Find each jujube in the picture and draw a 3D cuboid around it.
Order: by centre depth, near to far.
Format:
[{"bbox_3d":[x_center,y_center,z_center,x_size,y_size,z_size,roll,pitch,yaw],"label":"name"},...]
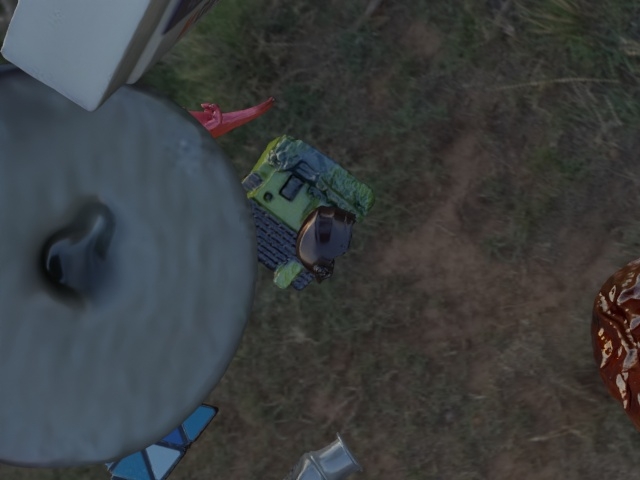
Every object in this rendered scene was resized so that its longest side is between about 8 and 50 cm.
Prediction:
[{"bbox_3d":[0.465,0.151,1.309,0.216,0.342,0.216,3,113,6],"label":"jujube"}]

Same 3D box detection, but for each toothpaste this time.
[{"bbox_3d":[-0.073,0.332,1.241,0.266,0.096,0.061,-31,94,0],"label":"toothpaste"}]

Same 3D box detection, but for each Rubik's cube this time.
[{"bbox_3d":[-0.253,0.316,1.827,0.250,0.234,0.284,-25,85,19],"label":"Rubik's cube"}]

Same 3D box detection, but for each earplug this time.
[{"bbox_3d":[-0.272,0.016,0.917,0.394,0.312,0.313,1,85,63],"label":"earplug"}]

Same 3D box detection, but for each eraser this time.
[{"bbox_3d":[-0.107,-0.204,0.699,0.081,0.279,0.124,34,124,-6],"label":"eraser"}]

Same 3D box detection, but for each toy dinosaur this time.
[{"bbox_3d":[-0.203,-0.179,1.798,0.070,0.286,0.139,21,117,58],"label":"toy dinosaur"}]

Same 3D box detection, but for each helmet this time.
[{"bbox_3d":[0.000,0.000,1.444,0.070,0.098,0.123,29,127,-10],"label":"helmet"}]

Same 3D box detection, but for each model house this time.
[{"bbox_3d":[-0.051,-0.041,1.672,0.211,0.194,0.170,-55,15,-9],"label":"model house"}]
